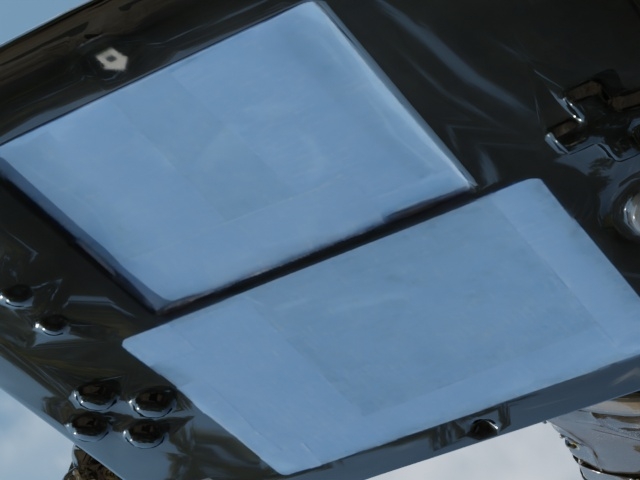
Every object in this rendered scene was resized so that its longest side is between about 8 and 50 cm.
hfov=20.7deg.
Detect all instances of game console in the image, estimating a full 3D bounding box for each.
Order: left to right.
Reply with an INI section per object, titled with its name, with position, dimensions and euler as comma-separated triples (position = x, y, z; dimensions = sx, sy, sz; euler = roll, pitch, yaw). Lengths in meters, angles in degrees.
[game console]
position = 0.000, 0.000, 0.806
dimensions = 0.386, 0.342, 0.060
euler = -22, -130, 25

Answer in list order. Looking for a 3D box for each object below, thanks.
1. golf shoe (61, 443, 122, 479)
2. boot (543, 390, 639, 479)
[golf shoe]
position = -0.124, 0.122, 1.206
dimensions = 0.077, 0.094, 0.198
euler = 27, -123, 5
[boot]
position = 0.204, 0.151, 1.392
dimensions = 0.263, 0.229, 0.091
euler = 12, -123, 32
